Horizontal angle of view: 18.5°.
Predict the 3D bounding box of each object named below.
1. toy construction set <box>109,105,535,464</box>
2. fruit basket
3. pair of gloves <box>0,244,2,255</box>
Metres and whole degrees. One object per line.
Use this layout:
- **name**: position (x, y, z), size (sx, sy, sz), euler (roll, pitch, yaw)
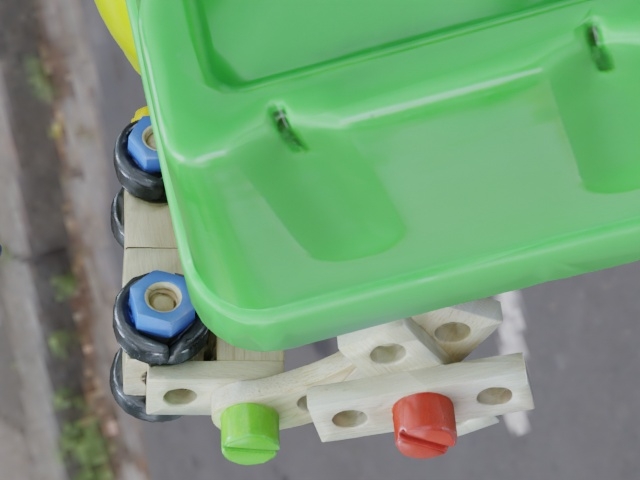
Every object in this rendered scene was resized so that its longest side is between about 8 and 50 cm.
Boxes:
- **toy construction set**: position (0.000, 0.000, 1.016), size (0.328, 0.215, 0.151), euler (-98, 11, -50)
- **fruit basket**: position (0.020, -0.149, 0.756), size (0.392, 0.283, 0.392), euler (-14, -90, -81)
- **pair of gloves**: position (-0.359, -0.001, 1.605), size (0.159, 0.198, 0.023), euler (123, 158, -71)
